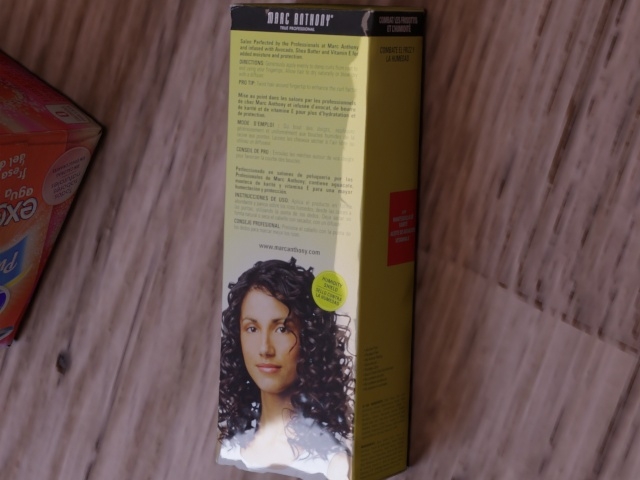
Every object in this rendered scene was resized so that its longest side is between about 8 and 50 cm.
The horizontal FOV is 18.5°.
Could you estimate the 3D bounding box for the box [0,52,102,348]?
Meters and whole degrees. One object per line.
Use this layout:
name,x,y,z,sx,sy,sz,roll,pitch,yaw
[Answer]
box,-0.292,-0.070,1.099,0.300,0.142,0.154,36,114,25

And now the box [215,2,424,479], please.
box,0.000,0.000,0.968,0.087,0.058,0.232,5,97,32
